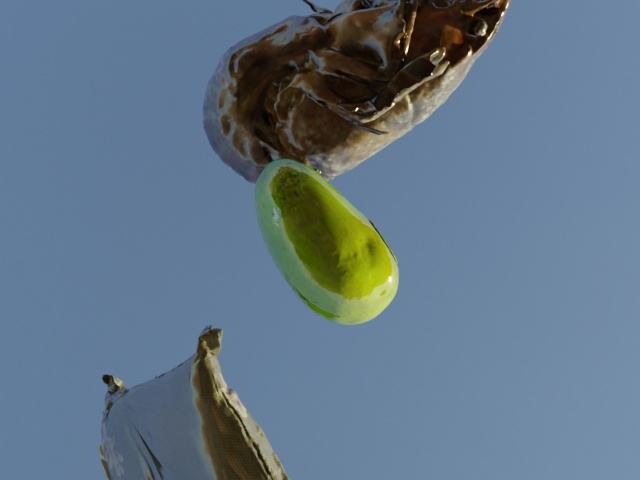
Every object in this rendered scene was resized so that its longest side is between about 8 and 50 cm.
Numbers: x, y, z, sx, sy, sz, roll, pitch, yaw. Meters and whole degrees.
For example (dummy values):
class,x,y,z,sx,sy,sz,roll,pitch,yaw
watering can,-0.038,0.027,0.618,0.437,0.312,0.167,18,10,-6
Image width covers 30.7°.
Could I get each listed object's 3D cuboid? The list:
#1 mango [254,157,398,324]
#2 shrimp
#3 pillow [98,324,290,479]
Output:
class,x,y,z,sx,sy,sz,roll,pitch,yaw
mango,0.000,0.000,0.653,0.056,0.073,0.108,-38,-64,-17
shrimp,0.056,-0.159,0.877,0.343,0.116,0.145,-31,-99,16
pillow,-0.103,0.161,0.853,0.059,0.255,0.169,-21,-95,-31
